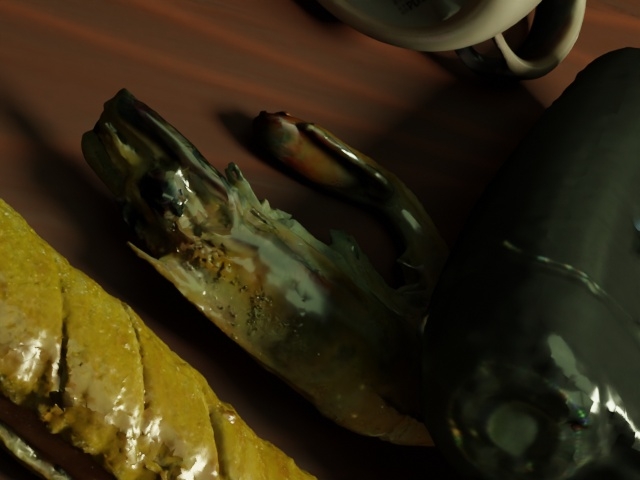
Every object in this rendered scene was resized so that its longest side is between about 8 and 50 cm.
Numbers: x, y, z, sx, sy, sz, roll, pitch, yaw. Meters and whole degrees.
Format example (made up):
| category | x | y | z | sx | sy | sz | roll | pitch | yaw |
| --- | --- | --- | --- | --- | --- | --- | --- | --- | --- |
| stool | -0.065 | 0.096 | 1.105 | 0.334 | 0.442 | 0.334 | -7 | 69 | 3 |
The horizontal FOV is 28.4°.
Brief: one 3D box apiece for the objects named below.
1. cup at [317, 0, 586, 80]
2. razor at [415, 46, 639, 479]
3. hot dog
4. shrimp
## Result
| category | x | y | z | sx | sy | sz | roll | pitch | yaw |
| --- | --- | --- | --- | --- | --- | --- | --- | --- | --- |
| cup | 0.091 | -0.199 | 0.728 | 0.200 | 0.191 | 0.253 | -53 | 135 | -37 |
| razor | 0.157 | 0.030 | 0.672 | 0.189 | 0.107 | 0.327 | 53 | 38 | -14 |
| hot dog | -0.089 | 0.066 | 0.529 | 0.286 | 0.061 | 0.088 | 39 | 39 | -16 |
| shrimp | 0.001 | -0.001 | 0.633 | 0.253 | 0.058 | 0.173 | 43 | 42 | -15 |
